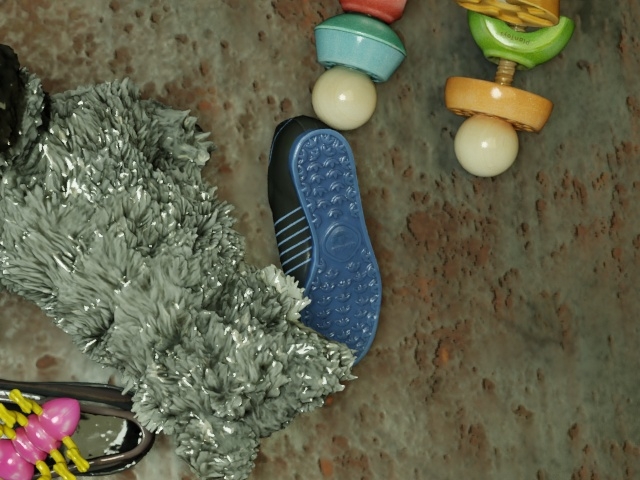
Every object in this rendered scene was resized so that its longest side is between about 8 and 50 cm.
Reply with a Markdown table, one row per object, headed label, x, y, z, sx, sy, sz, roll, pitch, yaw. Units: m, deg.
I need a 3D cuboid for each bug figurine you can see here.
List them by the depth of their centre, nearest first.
| label | x | y | z | sx | sy | sz | roll | pitch | yaw |
| --- | --- | --- | --- | --- | --- | --- | --- | --- | --- |
| bug figurine | -0.308 | 0.151 | 1.322 | 0.216 | 0.072 | 0.279 | -37 | 96 | 9 |

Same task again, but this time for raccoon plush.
| label | x | y | z | sx | sy | sz | roll | pitch | yaw |
| --- | --- | --- | --- | --- | --- | --- | --- | --- | --- |
| raccoon plush | -0.171 | 0.039 | 1.286 | 0.216 | 0.446 | 0.299 | -47 | 65 | 17 |

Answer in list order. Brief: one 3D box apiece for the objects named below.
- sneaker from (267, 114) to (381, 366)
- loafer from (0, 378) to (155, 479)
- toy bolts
| label | x | y | z | sx | sy | sz | roll | pitch | yaw |
| --- | --- | --- | --- | --- | --- | --- | --- | --- | --- |
| sneaker | 0.000 | 0.000 | 1.509 | 0.081 | 0.090 | 0.232 | -10 | 109 | -16 |
| loafer | -0.287 | 0.162 | 1.405 | 0.302 | 0.095 | 0.109 | -2 | 88 | -15 |
| toy bolts | 0.100 | -0.158 | 1.494 | 0.228 | 0.218 | 0.159 | 16 | 87 | 6 |
